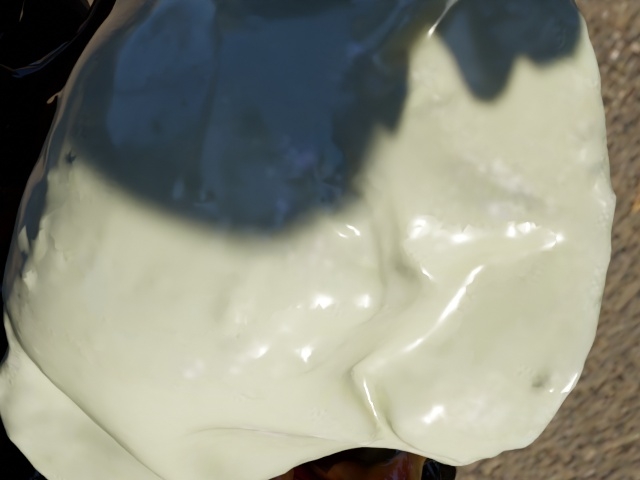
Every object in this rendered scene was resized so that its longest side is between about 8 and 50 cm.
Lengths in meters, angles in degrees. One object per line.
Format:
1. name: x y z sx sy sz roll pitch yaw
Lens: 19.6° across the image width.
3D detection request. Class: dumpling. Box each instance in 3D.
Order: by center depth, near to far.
1. dumpling: -0.001 0.002 0.435 0.134 0.100 0.169 27 92 4

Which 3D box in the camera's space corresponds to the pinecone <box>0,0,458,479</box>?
1. pinecone: -0.113 0.059 0.787 0.398 0.398 0.397 2 73 -5
